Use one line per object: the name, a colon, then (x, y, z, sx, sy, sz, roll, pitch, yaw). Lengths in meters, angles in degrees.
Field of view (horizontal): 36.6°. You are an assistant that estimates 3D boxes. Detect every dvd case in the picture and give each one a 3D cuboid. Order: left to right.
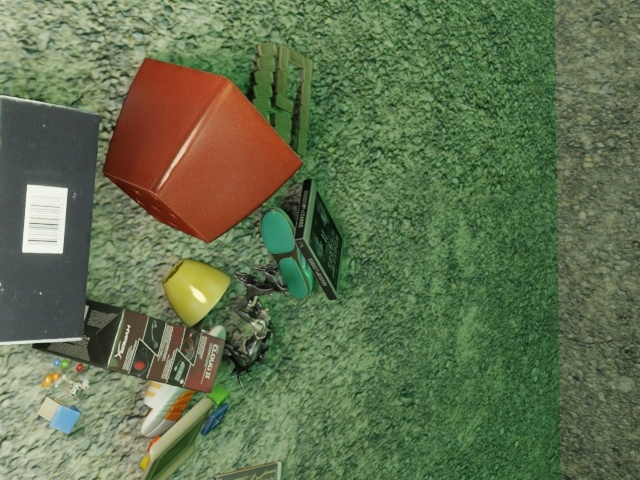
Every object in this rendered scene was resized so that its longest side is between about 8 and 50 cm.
dvd case: (-0.165, 0.598, 2.199, 0.221, 0.018, 0.165, 3, 92, -52)
dvd case: (0.000, 0.000, 2.253, 0.239, 0.029, 0.179, 60, 29, -46)

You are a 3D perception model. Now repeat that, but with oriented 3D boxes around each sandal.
sandal: (-0.288, 0.274, 1.952, 0.265, 0.076, 0.102, -55, 158, -17)

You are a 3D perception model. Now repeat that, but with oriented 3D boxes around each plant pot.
plant pot: (-0.246, -0.154, 1.826, 0.236, 0.267, 0.267, -56, 136, -14)
plant pot: (-0.260, 0.092, 1.943, 0.095, 0.134, 0.134, 42, 58, -15)

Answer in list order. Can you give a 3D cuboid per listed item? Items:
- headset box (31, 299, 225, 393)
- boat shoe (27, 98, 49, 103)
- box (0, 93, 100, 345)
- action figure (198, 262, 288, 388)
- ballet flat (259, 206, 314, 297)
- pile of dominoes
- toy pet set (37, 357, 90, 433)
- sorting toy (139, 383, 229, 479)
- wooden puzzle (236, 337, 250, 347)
headset box: (-0.335, 0.191, 1.768, 0.293, 0.218, 0.110, 26, 76, -51)
boat shoe: (-0.464, -0.084, 1.652, 0.116, 0.123, 0.325, -27, 117, -49)
box: (-0.507, -0.034, 1.444, 0.179, 0.312, 0.343, 3, 91, -52)
action figure: (-0.162, 0.177, 2.061, 0.164, 0.141, 0.276, -32, 146, -54)
ballet flat: (-0.075, 0.015, 2.207, 0.087, 0.083, 0.247, -72, 148, -55)
pile of dominoes: (-0.098, -0.315, 2.173, 0.196, 0.040, 0.251, 19, 72, -51)
toy pet set: (-0.449, 0.278, 1.724, 0.114, 0.065, 0.122, -61, 167, -6)
sorting toy: (-0.304, 0.411, 1.932, 0.347, 0.047, 0.196, -41, 162, -43)
wooden puzzle: (-0.167, 0.249, 2.161, 0.083, 0.006, 0.049, -38, 123, -43)
